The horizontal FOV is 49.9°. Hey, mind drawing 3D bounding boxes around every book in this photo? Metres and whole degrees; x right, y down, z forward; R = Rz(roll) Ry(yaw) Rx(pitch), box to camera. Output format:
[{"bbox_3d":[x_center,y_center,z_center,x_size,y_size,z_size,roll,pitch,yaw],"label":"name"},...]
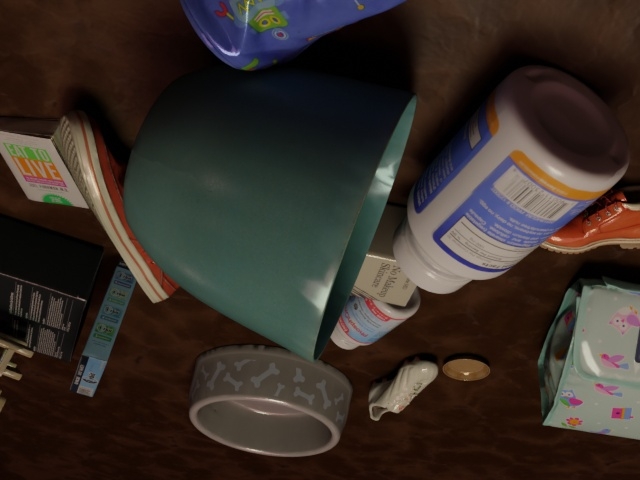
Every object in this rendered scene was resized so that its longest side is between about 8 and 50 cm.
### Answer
[{"bbox_3d":[-0.373,-0.103,0.923,0.096,0.035,0.144,7,145,9],"label":"book"}]

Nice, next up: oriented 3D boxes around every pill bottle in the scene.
[{"bbox_3d":[0.192,-0.050,0.771,0.152,0.152,0.272,19,143,-14],"label":"pill bottle"},{"bbox_3d":[0.076,0.109,1.062,0.087,0.087,0.160,23,141,-18],"label":"pill bottle"}]

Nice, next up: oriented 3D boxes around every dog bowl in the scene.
[{"bbox_3d":[-0.107,0.339,1.401,0.349,0.102,0.348,6,144,5],"label":"dog bowl"}]

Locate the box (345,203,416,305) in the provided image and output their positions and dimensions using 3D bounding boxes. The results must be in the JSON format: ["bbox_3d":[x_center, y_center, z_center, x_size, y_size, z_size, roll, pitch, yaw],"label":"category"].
[{"bbox_3d":[0.000,0.000,0.926,0.275,0.094,0.113,11,144,-3],"label":"box"}]

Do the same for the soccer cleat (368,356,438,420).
[{"bbox_3d":[0.155,0.280,1.285,0.068,0.076,0.196,23,141,-19],"label":"soccer cleat"}]

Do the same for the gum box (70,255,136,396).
[{"bbox_3d":[-0.343,0.137,1.106,0.041,0.184,0.157,20,142,-14],"label":"gum box"}]

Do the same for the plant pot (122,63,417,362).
[{"bbox_3d":[-0.060,-0.051,0.725,0.235,0.293,0.293,20,144,7],"label":"plant pot"}]

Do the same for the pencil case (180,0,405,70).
[{"bbox_3d":[0.028,-0.241,0.572,0.306,0.119,0.133,-16,121,31],"label":"pencil case"}]

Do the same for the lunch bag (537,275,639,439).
[{"bbox_3d":[0.456,0.167,1.006,0.224,0.160,0.262,8,133,7],"label":"lunch bag"}]

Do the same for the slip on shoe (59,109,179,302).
[{"bbox_3d":[-0.249,-0.046,0.920,0.101,0.123,0.331,-32,139,-13],"label":"slip on shoe"}]

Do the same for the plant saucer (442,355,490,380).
[{"bbox_3d":[0.263,0.228,1.244,0.083,0.015,0.083,5,143,4],"label":"plant saucer"}]

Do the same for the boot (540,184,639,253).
[{"bbox_3d":[0.341,-0.031,0.849,0.158,0.059,0.084,-6,139,6],"label":"boot"}]

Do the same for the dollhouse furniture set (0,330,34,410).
[{"bbox_3d":[-0.603,0.228,1.106,0.161,0.212,0.242,30,167,-28],"label":"dollhouse furniture set"}]

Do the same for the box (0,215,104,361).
[{"bbox_3d":[-0.478,0.088,1.139,0.184,0.103,0.261,18,144,-15],"label":"box"}]
